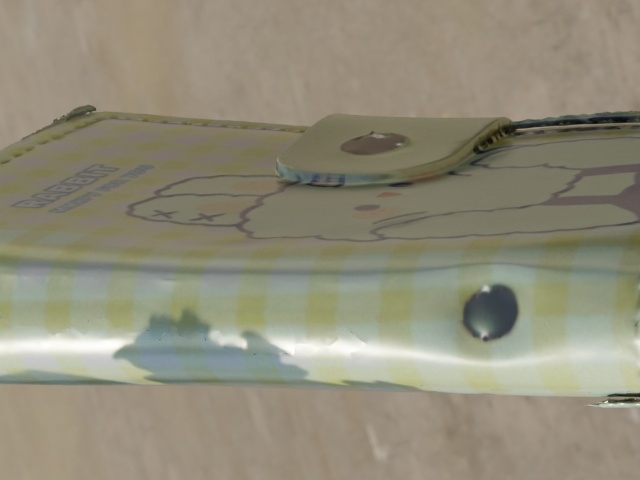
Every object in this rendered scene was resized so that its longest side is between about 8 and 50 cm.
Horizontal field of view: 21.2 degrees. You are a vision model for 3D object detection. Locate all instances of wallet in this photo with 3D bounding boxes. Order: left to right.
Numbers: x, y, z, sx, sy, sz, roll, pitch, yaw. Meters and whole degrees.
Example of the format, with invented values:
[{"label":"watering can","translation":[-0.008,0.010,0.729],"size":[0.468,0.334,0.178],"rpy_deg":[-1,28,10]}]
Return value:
[{"label":"wallet","translation":[0.000,0.000,0.620],"size":[0.223,0.310,0.077],"rpy_deg":[-32,-62,-61]}]
